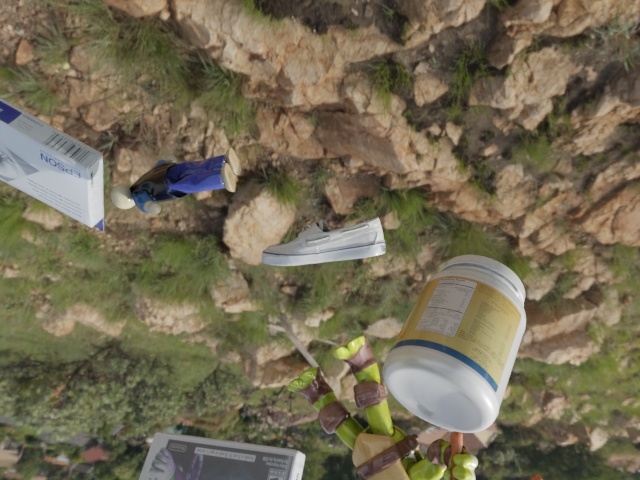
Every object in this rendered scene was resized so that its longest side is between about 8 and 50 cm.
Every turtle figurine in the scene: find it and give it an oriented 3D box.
[{"bbox_3d":[0.069,0.213,0.476,0.087,0.218,0.269,-1,144,-50],"label":"turtle figurine"}]

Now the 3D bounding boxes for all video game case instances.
[{"bbox_3d":[-0.114,0.275,0.424,0.190,0.173,0.022,-7,143,30],"label":"video game case"}]

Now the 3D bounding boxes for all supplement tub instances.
[{"bbox_3d":[0.184,0.129,0.612,0.144,0.200,0.145,23,141,20],"label":"supplement tub"}]

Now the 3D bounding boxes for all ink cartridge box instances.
[{"bbox_3d":[-0.467,-0.112,0.760,0.223,0.045,0.224,29,142,-4],"label":"ink cartridge box"}]

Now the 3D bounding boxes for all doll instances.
[{"bbox_3d":[-0.210,-0.078,0.643,0.188,0.129,0.046,-10,133,12],"label":"doll"}]

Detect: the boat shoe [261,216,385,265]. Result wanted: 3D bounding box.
[{"bbox_3d":[0.000,0.000,0.967,0.267,0.088,0.096,-6,-175,19],"label":"boat shoe"}]
